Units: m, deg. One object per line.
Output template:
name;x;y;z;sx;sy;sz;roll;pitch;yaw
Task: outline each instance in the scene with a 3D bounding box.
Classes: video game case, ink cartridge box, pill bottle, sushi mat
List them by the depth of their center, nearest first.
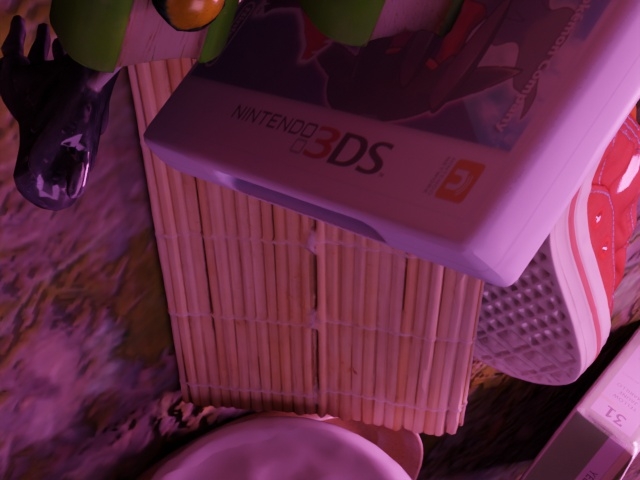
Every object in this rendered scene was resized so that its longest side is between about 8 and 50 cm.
video game case;0.048;-0.091;0.451;0.023;0.183;0.201;41;79;-32
sushi mat;0.000;0.000;0.681;0.151;0.019;0.316;8;145;6
pill bottle;-0.006;0.234;0.870;0.169;0.169;0.301;-26;149;-9
ink cartridge box;0.149;0.173;0.994;0.235;0.056;0.171;-38;162;-45

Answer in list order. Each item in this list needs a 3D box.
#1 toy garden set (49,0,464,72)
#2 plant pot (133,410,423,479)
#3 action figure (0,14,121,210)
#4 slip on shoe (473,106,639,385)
toy garden set;-0.037;-0.099;0.271;0.244;0.049;0.204;-10;143;-29
plant pot;-0.048;0.168;0.935;0.236;0.032;0.236;-22;147;-15
action figure;-0.031;-0.135;0.421;0.275;0.141;0.164;-40;146;29
slip on shoe;0.088;-0.061;0.672;0.101;0.123;0.331;-59;151;-27
